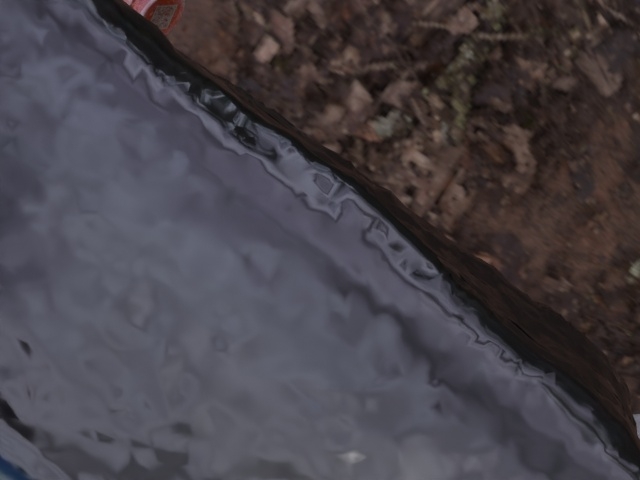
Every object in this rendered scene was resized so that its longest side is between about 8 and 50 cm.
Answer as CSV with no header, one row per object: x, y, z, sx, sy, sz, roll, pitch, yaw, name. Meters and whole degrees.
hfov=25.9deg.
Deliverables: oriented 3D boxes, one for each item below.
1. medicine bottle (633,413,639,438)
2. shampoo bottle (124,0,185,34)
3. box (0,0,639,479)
0.338,0.336,1.436,0.170,0.170,0.293,8,110,24,medicine bottle
-0.176,-0.220,0.967,0.051,0.108,0.221,-38,66,-14,shampoo bottle
-0.109,0.088,0.491,0.350,0.091,0.359,37,110,-5,box
